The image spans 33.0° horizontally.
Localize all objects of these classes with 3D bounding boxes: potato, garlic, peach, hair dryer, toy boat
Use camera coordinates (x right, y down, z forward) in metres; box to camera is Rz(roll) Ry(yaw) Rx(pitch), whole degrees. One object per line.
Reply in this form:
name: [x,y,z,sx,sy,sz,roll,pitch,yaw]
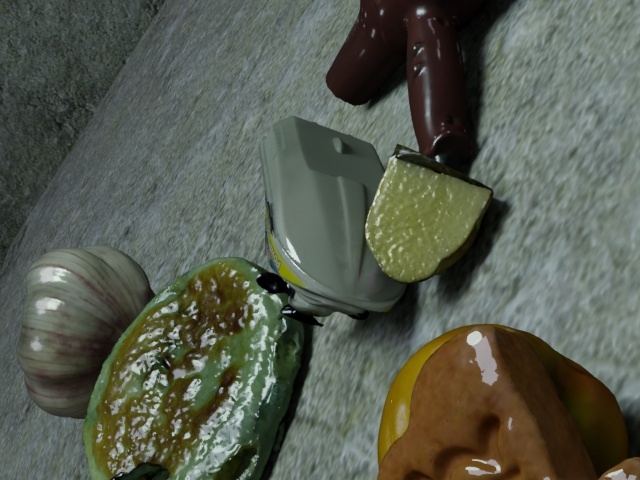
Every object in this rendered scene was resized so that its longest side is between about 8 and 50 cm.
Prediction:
potato: [0.083,-0.011,0.887,0.096,0.066,0.103,30,86,25]
garlic: [-0.281,0.129,1.468,0.253,0.245,0.245,5,63,28]
peach: [0.097,0.119,0.605,0.138,0.138,0.138,-49,24,31]
hair dryer: [0.088,-0.145,1.052,0.312,0.123,0.340,127,149,-52]
toy boat: [0.002,-0.008,0.999,0.141,0.141,0.269,-48,27,34]

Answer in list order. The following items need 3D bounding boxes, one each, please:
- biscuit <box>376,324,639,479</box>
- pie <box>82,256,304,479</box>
biscuit: [0.106,0.194,0.463,0.306,0.043,0.284,22,109,48]
pie: [-0.133,0.153,1.118,0.302,0.067,0.302,-25,47,30]
